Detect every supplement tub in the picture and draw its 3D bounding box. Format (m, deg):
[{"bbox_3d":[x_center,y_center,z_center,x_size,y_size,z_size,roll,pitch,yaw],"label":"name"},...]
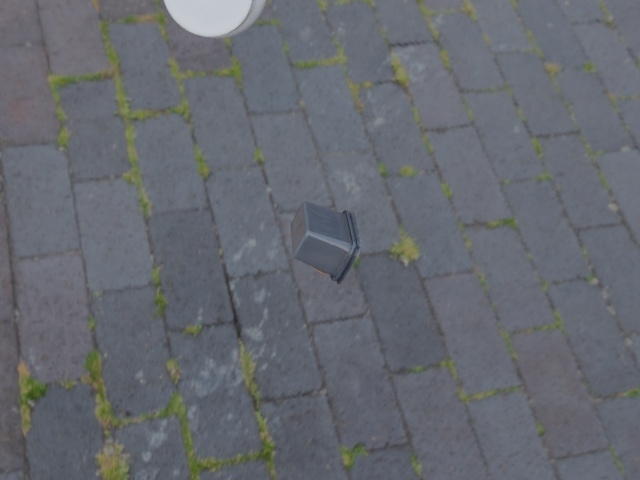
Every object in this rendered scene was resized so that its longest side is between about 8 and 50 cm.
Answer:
[{"bbox_3d":[-0.137,-0.365,1.232,0.144,0.144,0.200,18,24,-2],"label":"supplement tub"}]

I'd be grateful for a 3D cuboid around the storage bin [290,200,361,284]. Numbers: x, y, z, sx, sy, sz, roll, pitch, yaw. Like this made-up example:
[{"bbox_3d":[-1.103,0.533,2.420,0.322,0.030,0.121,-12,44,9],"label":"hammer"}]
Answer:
[{"bbox_3d":[0.000,0.000,1.437,0.091,0.098,0.135,22,27,-16],"label":"storage bin"}]
